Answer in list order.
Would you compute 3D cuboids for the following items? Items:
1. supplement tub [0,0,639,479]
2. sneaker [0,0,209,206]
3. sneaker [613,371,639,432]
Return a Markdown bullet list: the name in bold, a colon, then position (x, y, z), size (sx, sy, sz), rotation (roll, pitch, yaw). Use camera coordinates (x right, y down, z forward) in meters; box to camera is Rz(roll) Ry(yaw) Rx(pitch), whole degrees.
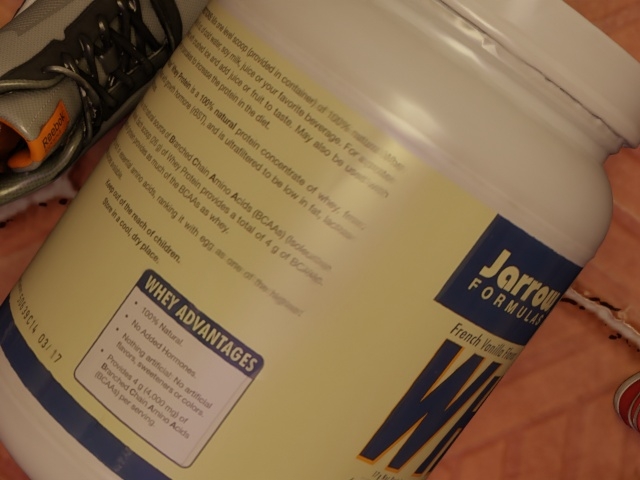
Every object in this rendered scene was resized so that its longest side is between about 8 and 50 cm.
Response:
- **supplement tub**: position (0.000, 0.000, 0.751), size (0.235, 0.235, 0.325), rotation (35, 98, -4)
- **sneaker**: position (-0.133, -0.083, 0.759), size (0.271, 0.108, 0.100), rotation (-39, 125, -23)
- **sneaker**: position (0.229, 0.079, 0.844), size (0.118, 0.067, 0.042), rotation (-34, 97, 5)
